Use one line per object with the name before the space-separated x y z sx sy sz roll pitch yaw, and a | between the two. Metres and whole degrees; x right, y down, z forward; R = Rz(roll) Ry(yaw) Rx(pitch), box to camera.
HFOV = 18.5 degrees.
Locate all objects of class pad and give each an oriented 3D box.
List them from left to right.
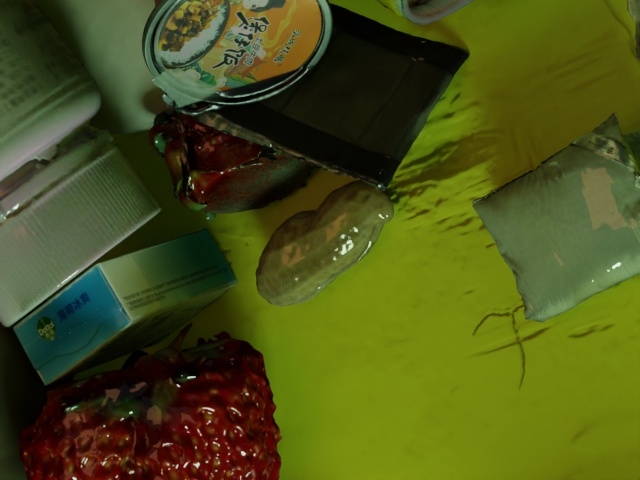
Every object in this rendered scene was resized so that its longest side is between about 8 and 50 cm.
pad | 0.006 -0.152 1.892 0.233 0.022 0.174 22 67 25

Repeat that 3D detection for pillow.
pillow | 0.228 -0.014 1.761 0.181 0.078 0.134 -30 74 34

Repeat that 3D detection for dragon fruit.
dragon fruit | -0.092 -0.086 1.949 0.175 0.142 0.138 42 135 11

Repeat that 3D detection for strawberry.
strawberry | -0.159 0.225 1.960 0.261 0.261 0.258 -17 89 36

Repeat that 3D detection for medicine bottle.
medicine bottle | -0.323 -0.091 1.939 0.241 0.241 0.302 -34 94 32

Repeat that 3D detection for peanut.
peanut | 0.000 0.000 1.936 0.174 0.080 0.080 -39 69 27

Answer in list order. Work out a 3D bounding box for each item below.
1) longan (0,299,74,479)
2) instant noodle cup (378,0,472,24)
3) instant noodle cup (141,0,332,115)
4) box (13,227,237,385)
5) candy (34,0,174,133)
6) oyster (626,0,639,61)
longan | -0.449 0.176 2.087 0.391 0.391 0.391 1 92 37
instant noodle cup | 0.074 -0.366 1.740 0.254 0.325 0.325 45 116 17
instant noodle cup | -0.087 -0.231 1.853 0.208 0.177 0.126 -37 45 24
box | -0.196 0.066 2.004 0.139 0.194 0.073 -36 82 31
candy | -0.216 -0.323 2.029 0.386 0.186 0.427 -1 98 36
oyster | 0.388 -0.123 1.623 0.341 0.110 0.166 27 102 36
